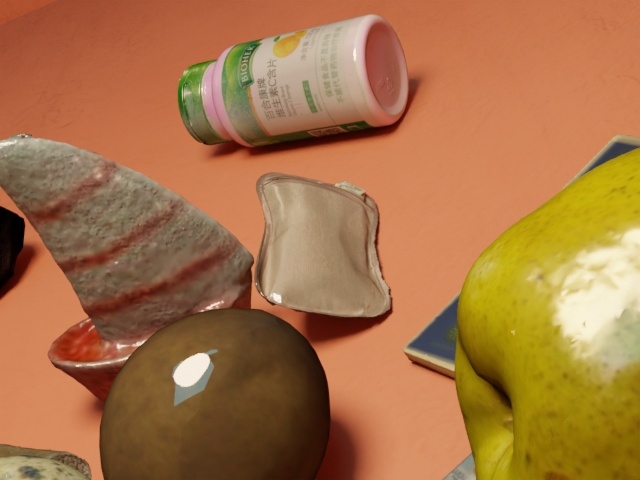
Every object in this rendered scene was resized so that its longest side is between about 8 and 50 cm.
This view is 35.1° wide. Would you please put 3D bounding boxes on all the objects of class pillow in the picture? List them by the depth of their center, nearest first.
[{"bbox_3d":[0.000,0.000,0.970,0.131,0.038,0.232,12,33,-11],"label":"pillow"}]

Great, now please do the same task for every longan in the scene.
[{"bbox_3d":[-0.075,0.135,0.744,0.189,0.189,0.189,-19,31,12],"label":"longan"}]

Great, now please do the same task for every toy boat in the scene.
[{"bbox_3d":[-0.178,0.011,0.884,0.206,0.282,0.096,-26,32,0],"label":"toy boat"}]

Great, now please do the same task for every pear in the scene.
[{"bbox_3d":[0.216,0.079,0.505,0.294,0.294,0.294,-19,31,12],"label":"pear"}]

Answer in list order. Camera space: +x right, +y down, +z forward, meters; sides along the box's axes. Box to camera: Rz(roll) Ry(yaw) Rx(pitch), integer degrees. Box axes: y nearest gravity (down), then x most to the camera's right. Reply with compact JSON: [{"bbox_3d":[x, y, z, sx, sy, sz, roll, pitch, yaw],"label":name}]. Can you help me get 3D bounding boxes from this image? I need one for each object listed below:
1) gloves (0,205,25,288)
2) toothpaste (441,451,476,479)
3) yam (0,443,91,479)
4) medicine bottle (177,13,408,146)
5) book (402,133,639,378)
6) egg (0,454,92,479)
[{"bbox_3d":[-0.430,0.044,1.229,0.129,0.106,0.180,7,72,45],"label":"gloves"},{"bbox_3d":[0.114,0.157,0.675,0.216,0.037,0.062,-36,37,-13],"label":"toothpaste"},{"bbox_3d":[-0.279,0.206,0.868,0.169,0.068,0.068,-3,37,34],"label":"yam"},{"bbox_3d":[-0.039,-0.187,1.240,0.274,0.133,0.133,-7,35,31],"label":"medicine bottle"},{"bbox_3d":[0.247,0.021,0.815,0.322,0.018,0.228,-41,34,-25],"label":"book"},{"bbox_3d":[-0.217,0.224,0.722,0.182,0.141,0.141,-1,37,49],"label":"egg"}]
